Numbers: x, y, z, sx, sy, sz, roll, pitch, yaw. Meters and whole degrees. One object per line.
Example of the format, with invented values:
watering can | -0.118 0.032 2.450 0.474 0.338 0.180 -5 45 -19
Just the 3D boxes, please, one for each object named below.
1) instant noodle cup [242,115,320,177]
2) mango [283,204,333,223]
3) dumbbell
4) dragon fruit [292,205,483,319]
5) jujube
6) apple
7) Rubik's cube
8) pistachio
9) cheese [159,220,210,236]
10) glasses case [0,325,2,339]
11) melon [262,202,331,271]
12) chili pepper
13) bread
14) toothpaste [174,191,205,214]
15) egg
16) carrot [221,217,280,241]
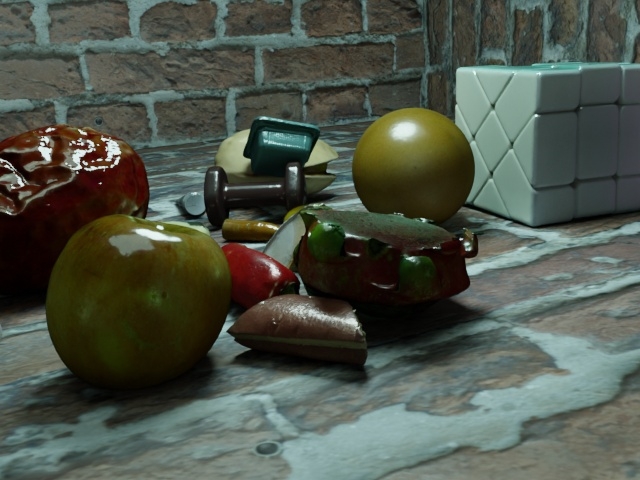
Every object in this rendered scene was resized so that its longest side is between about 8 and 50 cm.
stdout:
instant noodle cup | -0.091 -0.204 1.761 0.157 0.070 0.179 7 -26 -12
mango | -0.015 -0.039 1.572 0.103 0.076 0.161 -4 10 19
dumbbell | -0.144 -0.104 1.730 0.226 0.140 0.124 -4 -25 5
dragon fruit | 0.085 0.027 1.090 0.295 0.130 0.268 -1 19 -43
jujube | -0.474 -0.062 1.367 0.277 0.276 0.377 8 30 39
apple | -0.228 0.077 0.966 0.237 0.207 0.237 14 6 -2
Rubik's cube | 0.507 -0.228 1.696 0.316 0.318 0.322 -9 16 -21
pistachio | -0.110 -0.189 1.949 0.318 0.193 0.214 -3 17 -7
cheese | -0.313 0.015 1.476 0.127 0.054 0.251 2 16 18
glasses case | -0.473 0.138 1.066 0.021 0.032 0.083 0 14 19
melon | 0.000 -0.005 1.378 0.203 0.139 0.093 -4 36 -10
chili pepper | -0.103 0.050 1.225 0.137 0.091 0.368 7 12 -25
bread | -0.012 0.109 0.994 0.192 0.067 0.119 3 16 24
toothpaste | -0.321 -0.098 1.940 0.089 0.057 0.234 -5 8 -12
egg | 0.189 -0.149 1.596 0.250 0.250 0.322 -3 10 1
carrot | -0.134 -0.021 1.587 0.139 0.048 0.048 3 15 21
